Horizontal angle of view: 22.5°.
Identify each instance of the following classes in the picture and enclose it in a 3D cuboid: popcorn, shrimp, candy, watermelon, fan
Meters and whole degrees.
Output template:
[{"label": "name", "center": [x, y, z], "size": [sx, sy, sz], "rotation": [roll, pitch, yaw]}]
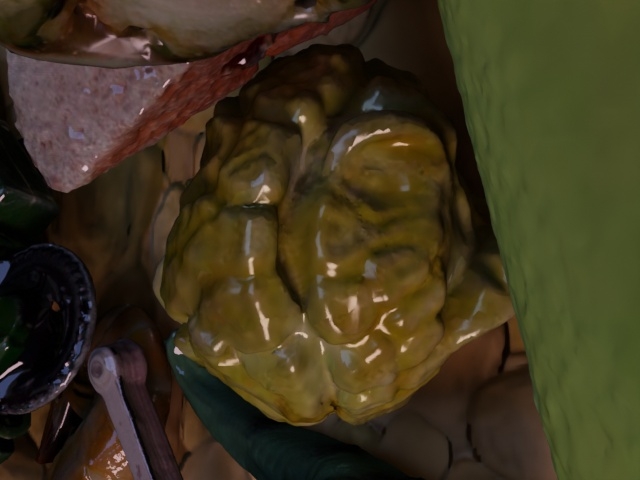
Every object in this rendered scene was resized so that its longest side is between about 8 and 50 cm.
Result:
[{"label": "popcorn", "center": [0.000, 0.000, 0.581], "size": [0.162, 0.135, 0.141], "rotation": [6, 105, 35]}, {"label": "shrimp", "center": [-0.117, 0.098, 0.742], "size": [0.095, 0.045, 0.162], "rotation": [50, 120, 37]}, {"label": "candy", "center": [0.109, -0.049, 0.428], "size": [0.142, 0.132, 0.343], "rotation": [180, 75, -69]}, {"label": "watermelon", "center": [-0.009, -0.106, 0.557], "size": [0.154, 0.241, 0.094], "rotation": [23, 144, 42]}, {"label": "fan", "center": [-0.034, 0.163, 0.636], "size": [0.057, 0.023, 0.282], "rotation": [-48, 61, 55]}]

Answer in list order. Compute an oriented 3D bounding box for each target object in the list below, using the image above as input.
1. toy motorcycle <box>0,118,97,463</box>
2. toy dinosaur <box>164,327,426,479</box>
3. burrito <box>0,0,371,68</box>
[{"label": "toy motorcycle", "center": [-0.209, 0.016, 0.794], "size": [0.187, 0.125, 0.274], "rotation": [-47, 50, 15]}, {"label": "toy dinosaur", "center": [0.008, 0.135, 0.596], "size": [0.292, 0.079, 0.120], "rotation": [28, 98, 56]}, {"label": "burrito", "center": [-0.041, -0.153, 0.500], "size": [0.144, 0.089, 0.229], "rotation": [-8, 50, 15]}]
